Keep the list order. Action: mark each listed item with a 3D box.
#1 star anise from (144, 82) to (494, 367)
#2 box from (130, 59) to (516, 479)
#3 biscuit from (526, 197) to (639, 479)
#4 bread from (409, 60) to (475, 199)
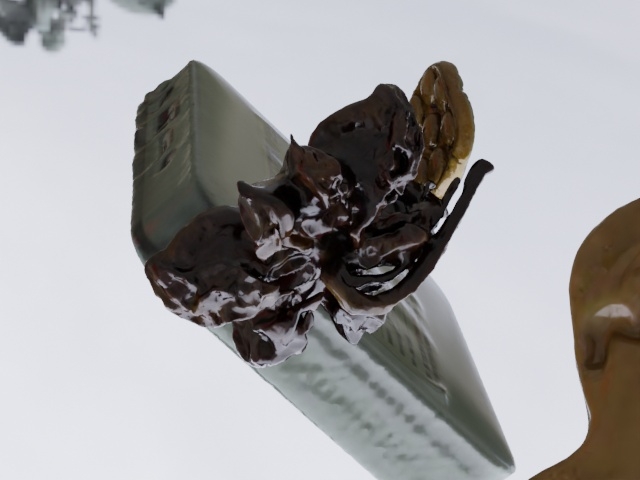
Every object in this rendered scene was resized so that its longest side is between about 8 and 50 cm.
[{"bbox_3d":[0.000,0.000,0.911,0.190,0.220,0.126,31,-162,-37],"label":"star anise"},{"bbox_3d":[-0.009,0.034,1.232,0.396,0.111,0.396,43,-167,-21],"label":"box"},{"bbox_3d":[0.170,0.137,0.407,0.275,0.052,0.355,-5,-116,23],"label":"biscuit"},{"bbox_3d":[0.087,-0.082,1.017,0.024,0.110,0.110,8,-150,-18],"label":"bread"}]
